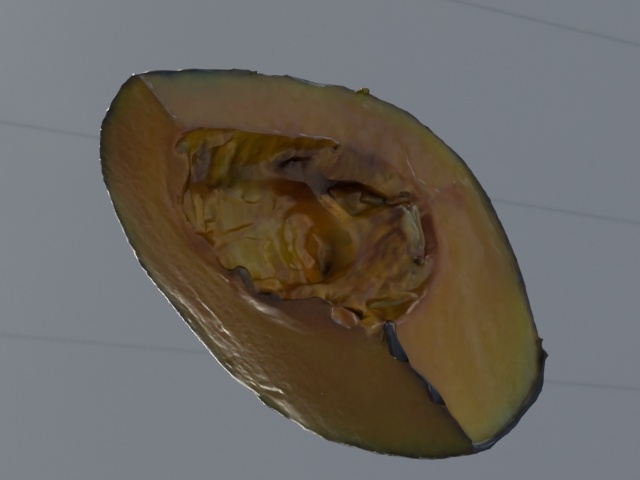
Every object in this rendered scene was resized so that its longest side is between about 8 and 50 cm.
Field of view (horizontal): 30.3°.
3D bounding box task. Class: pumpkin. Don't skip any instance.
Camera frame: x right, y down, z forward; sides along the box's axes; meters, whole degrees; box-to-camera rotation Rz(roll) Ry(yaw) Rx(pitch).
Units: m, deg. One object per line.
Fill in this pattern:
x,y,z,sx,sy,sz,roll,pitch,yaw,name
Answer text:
0.000,0.000,0.777,0.312,0.148,0.169,49,-134,-9,pumpkin
